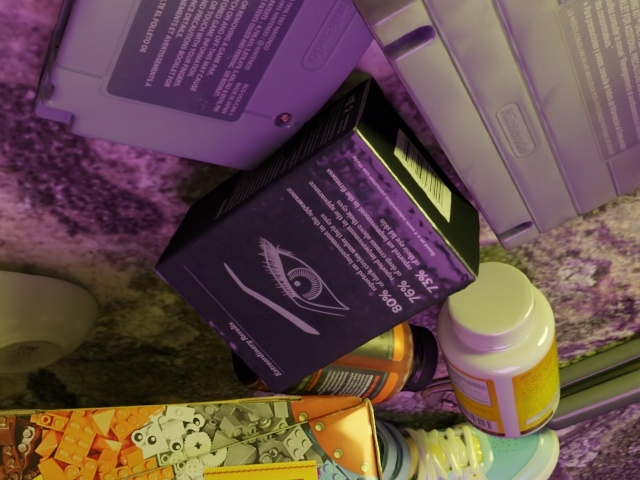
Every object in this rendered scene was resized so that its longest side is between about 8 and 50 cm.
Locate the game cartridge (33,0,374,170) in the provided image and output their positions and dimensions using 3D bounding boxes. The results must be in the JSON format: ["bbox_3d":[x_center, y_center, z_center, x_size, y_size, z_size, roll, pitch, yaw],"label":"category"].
[{"bbox_3d":[-0.052,-0.168,0.584,0.196,0.060,0.294,14,136,-24],"label":"game cartridge"}]

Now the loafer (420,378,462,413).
[{"bbox_3d":[0.185,0.194,1.111,0.125,0.039,0.045,2,141,-18],"label":"loafer"}]

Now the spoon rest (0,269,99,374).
[{"bbox_3d":[-0.323,0.062,0.795,0.137,0.084,0.276,-37,149,30],"label":"spoon rest"}]

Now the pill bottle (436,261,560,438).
[{"bbox_3d":[0.188,0.115,0.949,0.117,0.117,0.215,-16,142,5],"label":"pill bottle"}]

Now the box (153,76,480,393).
[{"bbox_3d":[0.000,0.000,0.720,0.207,0.108,0.153,-31,110,24],"label":"box"}]

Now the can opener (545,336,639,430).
[{"bbox_3d":[0.399,0.160,1.098,0.280,0.074,0.093,-23,141,14],"label":"can opener"}]

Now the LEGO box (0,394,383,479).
[{"bbox_3d":[-0.199,0.294,0.879,0.373,0.193,0.500,1,160,-19],"label":"LEGO box"}]

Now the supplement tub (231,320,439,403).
[{"bbox_3d":[0.019,0.108,0.905,0.198,0.106,0.106,12,136,-27],"label":"supplement tub"}]

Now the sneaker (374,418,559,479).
[{"bbox_3d":[0.131,0.274,1.130,0.319,0.127,0.208,-22,142,11],"label":"sneaker"}]

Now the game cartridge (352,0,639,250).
[{"bbox_3d":[0.186,-0.127,0.658,0.230,0.068,0.355,-31,148,9],"label":"game cartridge"}]
